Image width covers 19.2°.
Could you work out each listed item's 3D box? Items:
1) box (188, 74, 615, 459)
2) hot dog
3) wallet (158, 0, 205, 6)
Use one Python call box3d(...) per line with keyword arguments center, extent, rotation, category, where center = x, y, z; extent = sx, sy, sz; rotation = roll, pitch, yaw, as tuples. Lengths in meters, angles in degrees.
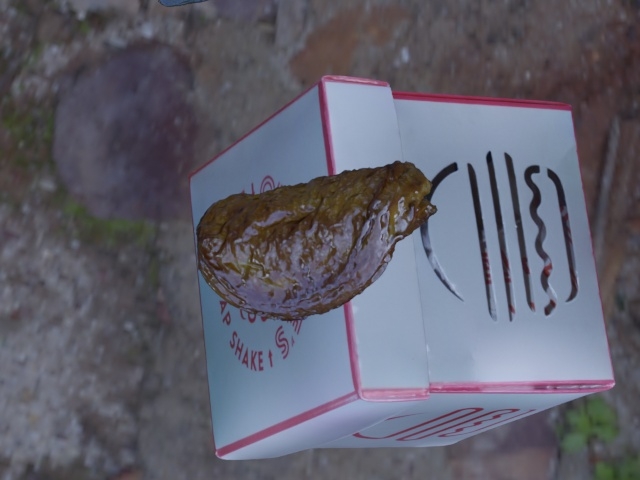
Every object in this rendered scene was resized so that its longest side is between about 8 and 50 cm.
box3d(center=(0.072, 0.038, 1.901), extent=(0.300, 0.314, 0.312), rotation=(2, 163, -29), category="box")
box3d(center=(0.000, -0.003, 1.071), extent=(0.147, 0.099, 0.065), rotation=(-10, 112, 29), category="hot dog")
box3d(center=(-0.083, -0.322, 1.581), extent=(0.168, 0.245, 0.052), rotation=(-14, 165, 3), category="wallet")
